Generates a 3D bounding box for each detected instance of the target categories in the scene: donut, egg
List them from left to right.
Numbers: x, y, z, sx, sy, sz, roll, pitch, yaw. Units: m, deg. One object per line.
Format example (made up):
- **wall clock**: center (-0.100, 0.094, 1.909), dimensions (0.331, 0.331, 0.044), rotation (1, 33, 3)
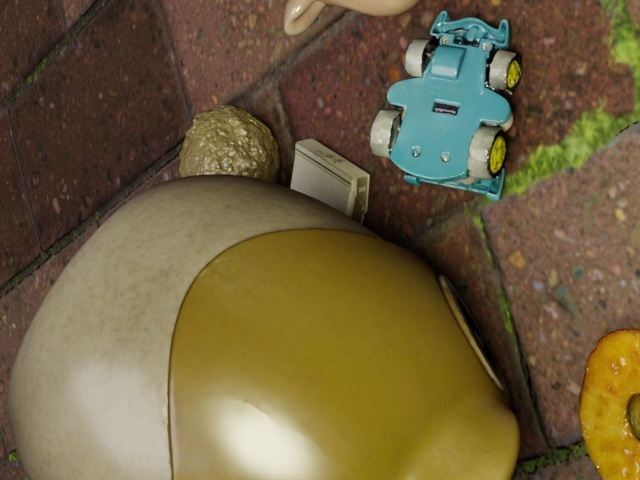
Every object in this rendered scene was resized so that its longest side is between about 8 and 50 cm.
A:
- **egg**: center (-0.102, -0.085, 1.652), dimensions (0.118, 0.116, 0.140), rotation (102, 151, -73)
- **donut**: center (0.279, 0.143, 1.210), dimensions (0.152, 0.058, 0.152), rotation (16, 109, 53)

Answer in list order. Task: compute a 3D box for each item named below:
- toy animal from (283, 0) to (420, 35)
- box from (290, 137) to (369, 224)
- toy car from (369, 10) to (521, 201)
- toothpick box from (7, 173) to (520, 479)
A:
- **toy animal**: center (0.064, -0.289, 1.346), dimensions (0.250, 0.154, 0.166), rotation (-17, 39, 55)
- **box**: center (0.000, 0.000, 1.599), dimensions (0.109, 0.029, 0.198), rotation (36, 125, 46)
- **toy car**: center (0.129, -0.122, 1.366), dimensions (0.126, 0.098, 0.162), rotation (12, 77, 26)
- **toothpick box**: center (-0.032, 0.167, 1.362), dimensions (0.425, 0.409, 0.409), rotation (33, 126, 15)
